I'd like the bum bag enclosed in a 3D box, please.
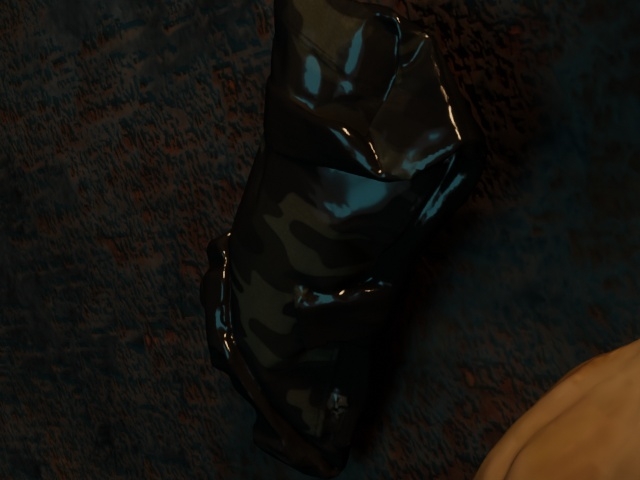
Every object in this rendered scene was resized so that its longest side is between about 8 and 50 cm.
[{"bbox_3d":[0.000,0.000,0.854,0.144,0.095,0.340,50,146,25],"label":"bum bag"}]

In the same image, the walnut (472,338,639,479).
[{"bbox_3d":[0.176,0.136,0.498,0.273,0.227,0.273,29,127,46],"label":"walnut"}]
